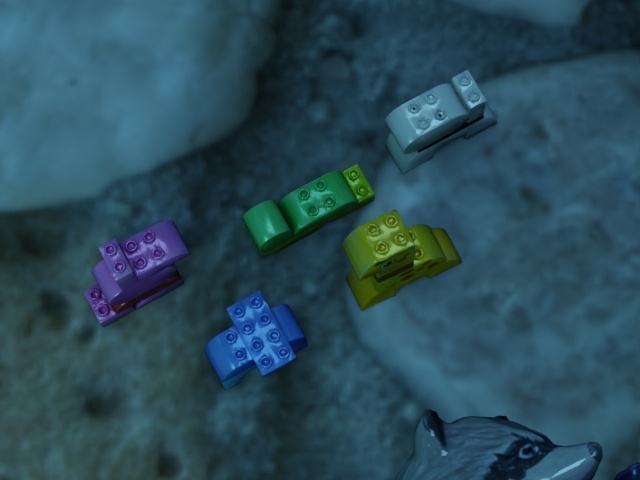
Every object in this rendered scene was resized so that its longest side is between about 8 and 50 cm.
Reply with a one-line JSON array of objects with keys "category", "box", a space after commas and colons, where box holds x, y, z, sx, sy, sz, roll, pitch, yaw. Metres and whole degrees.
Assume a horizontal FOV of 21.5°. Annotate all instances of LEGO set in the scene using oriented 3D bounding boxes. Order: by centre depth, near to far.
[{"category": "LEGO set", "box": [0.000, 0.000, 0.808, 0.227, 0.093, 0.087, -28, 77, -5]}]

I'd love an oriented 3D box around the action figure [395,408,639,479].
[{"category": "action figure", "box": [0.118, 0.190, 0.605, 0.179, 0.341, 0.330, -2, 51, -32]}]
